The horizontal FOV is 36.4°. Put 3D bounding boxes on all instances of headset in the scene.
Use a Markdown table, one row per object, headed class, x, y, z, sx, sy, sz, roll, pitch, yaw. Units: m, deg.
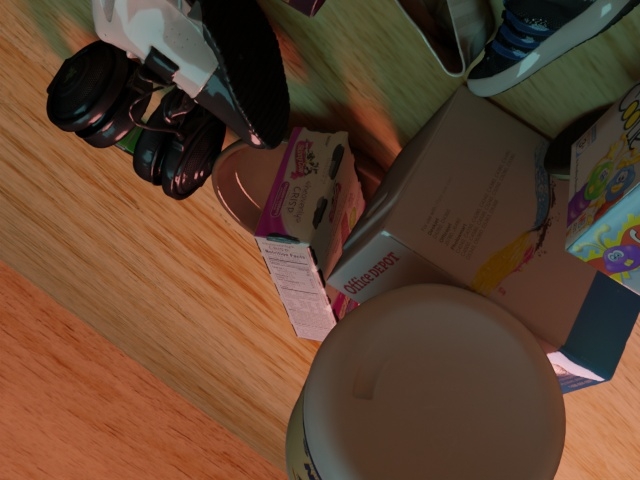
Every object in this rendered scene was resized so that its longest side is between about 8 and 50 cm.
| class | x | y | z | sx | sy | sz | roll | pitch | yaw |
| --- | --- | --- | --- | --- | --- | --- | --- | --- | --- |
| headset | -0.217 | -0.177 | 1.267 | 0.243 | 0.185 | 0.394 | 32 | 173 | -18 |

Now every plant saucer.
| class | x | y | z | sx | sy | sz | roll | pitch | yaw |
| --- | --- | --- | --- | --- | --- | --- | --- | --- | --- |
| plant saucer | -0.008 | -0.055 | 1.280 | 0.277 | 0.041 | 0.278 | 16 | 149 | 10 |

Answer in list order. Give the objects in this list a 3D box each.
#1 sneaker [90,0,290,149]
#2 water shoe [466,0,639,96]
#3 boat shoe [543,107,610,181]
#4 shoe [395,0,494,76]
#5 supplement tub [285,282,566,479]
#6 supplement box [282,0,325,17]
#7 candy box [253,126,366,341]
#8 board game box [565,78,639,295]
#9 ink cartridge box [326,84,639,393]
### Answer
| class | x | y | z | sx | sy | sz | roll | pitch | yaw |
| --- | --- | --- | --- | --- | --- | --- | --- | --- | --- |
| sneaker | -0.155 | -0.225 | 1.030 | 0.146 | 0.122 | 0.331 | -13 | 126 | 33 |
| water shoe | 0.182 | -0.191 | 0.816 | 0.080 | 0.073 | 0.203 | 53 | 148 | -5 |
| boat shoe | 0.290 | -0.083 | 0.894 | 0.072 | 0.068 | 0.190 | 28 | 159 | -24 |
| shoe | 0.093 | -0.231 | 0.831 | 0.076 | 0.058 | 0.219 | 10 | 150 | 39 |
| supplement tub | 0.086 | 0.200 | 0.979 | 0.235 | 0.235 | 0.325 | 28 | 158 | 5 |
| supplement box | -0.059 | -0.295 | 0.854 | 0.188 | 0.081 | 0.104 | 31 | 157 | 0 |
| candy box | 0.000 | 0.000 | 1.164 | 0.071 | 0.159 | 0.233 | 8 | 147 | 17 |
| board game box | 0.349 | -0.009 | 0.772 | 0.275 | 0.144 | 0.142 | 31 | 133 | -11 |
| ink cartridge box | 0.184 | 0.014 | 1.041 | 0.270 | 0.197 | 0.198 | 32 | 157 | -5 |
